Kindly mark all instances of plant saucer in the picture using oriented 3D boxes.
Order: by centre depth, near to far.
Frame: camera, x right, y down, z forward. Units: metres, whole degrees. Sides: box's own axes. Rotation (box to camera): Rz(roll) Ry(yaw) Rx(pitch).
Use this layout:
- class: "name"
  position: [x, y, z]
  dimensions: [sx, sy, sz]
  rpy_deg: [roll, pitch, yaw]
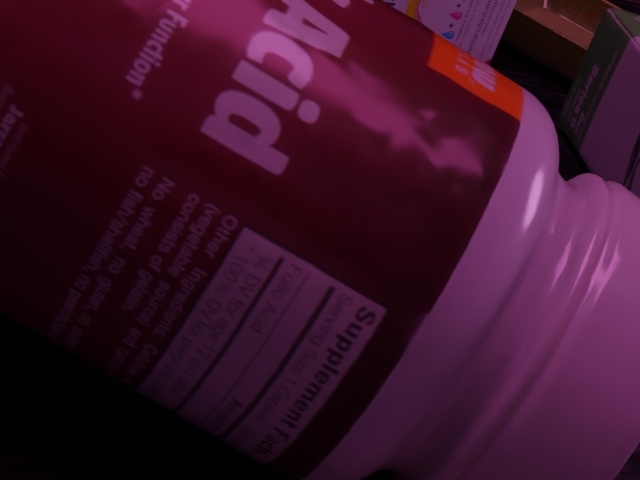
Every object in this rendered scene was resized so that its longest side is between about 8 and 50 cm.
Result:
- class: "plant saucer"
  position: [0.248, -0.200, 1.668]
  dimensions: [0.188, 0.045, 0.188]
  rpy_deg: [34, 27, 23]

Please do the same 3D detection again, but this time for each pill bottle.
- class: "pill bottle"
  position: [-0.028, -0.021, 0.825]
  dimensions: [0.392, 0.224, 0.224]
  rpy_deg: [31, 24, -7]

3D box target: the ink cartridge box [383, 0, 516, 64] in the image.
- class: "ink cartridge box"
  position: [0.037, -0.180, 1.354]
  dimensions: [0.176, 0.128, 0.127]
  rpy_deg: [3, 32, -35]

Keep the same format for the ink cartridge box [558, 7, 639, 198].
- class: "ink cartridge box"
  position: [0.339, -0.056, 1.368]
  dimensions: [0.211, 0.122, 0.289]
  rpy_deg: [14, 26, -18]
